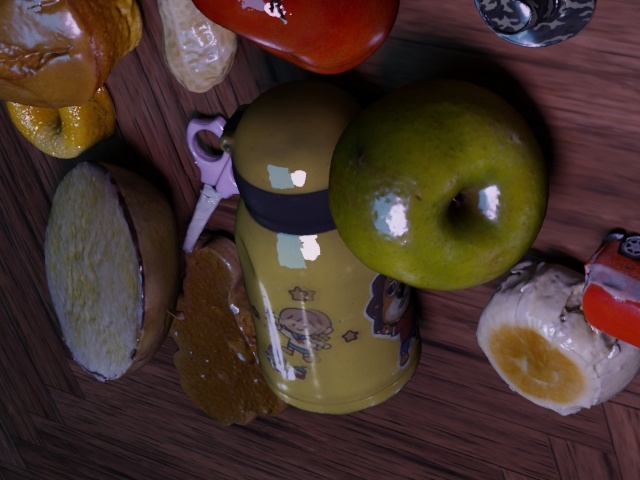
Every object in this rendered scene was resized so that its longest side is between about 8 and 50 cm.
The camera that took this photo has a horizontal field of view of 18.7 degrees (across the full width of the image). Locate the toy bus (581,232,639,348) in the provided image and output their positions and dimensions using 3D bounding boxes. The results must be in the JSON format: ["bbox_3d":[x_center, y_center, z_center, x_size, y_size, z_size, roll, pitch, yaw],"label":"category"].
[{"bbox_3d":[0.308,0.061,1.717,0.174,0.077,0.079,23,143,29],"label":"toy bus"}]

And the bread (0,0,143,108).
[{"bbox_3d":[-0.310,-0.237,2.000,0.270,0.142,0.195,20,141,37],"label":"bread"}]

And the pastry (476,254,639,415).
[{"bbox_3d":[0.228,0.093,1.840,0.166,0.088,0.166,30,149,20],"label":"pastry"}]

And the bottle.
[{"bbox_3d":[0.000,0.000,1.903,0.171,0.171,0.351,23,143,29],"label":"bottle"}]

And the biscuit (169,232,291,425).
[{"bbox_3d":[-0.108,0.109,2.273,0.183,0.047,0.319,23,141,30],"label":"biscuit"}]

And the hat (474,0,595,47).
[{"bbox_3d":[0.164,-0.197,1.596,0.121,0.050,0.121,26,142,22],"label":"hat"}]

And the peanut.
[{"bbox_3d":[-0.115,-0.215,1.869,0.080,0.080,0.174,26,142,26],"label":"peanut"}]

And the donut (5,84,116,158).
[{"bbox_3d":[-0.294,-0.154,2.162,0.152,0.058,0.152,28,143,24],"label":"donut"}]

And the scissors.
[{"bbox_3d":[-0.116,-0.051,2.096,0.110,0.021,0.212,36,141,6],"label":"scissors"}]

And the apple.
[{"bbox_3d":[0.101,-0.051,1.718,0.157,0.196,0.196,28,151,60],"label":"apple"}]

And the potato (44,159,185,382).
[{"bbox_3d":[-0.214,0.033,2.197,0.299,0.116,0.239,123,133,-55],"label":"potato"}]

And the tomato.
[{"bbox_3d":[-0.022,-0.226,1.657,0.195,0.136,0.195,26,-176,-2],"label":"tomato"}]

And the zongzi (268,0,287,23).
[{"bbox_3d":[0.007,-0.333,1.488,0.248,0.111,0.241,-32,98,16],"label":"zongzi"}]
